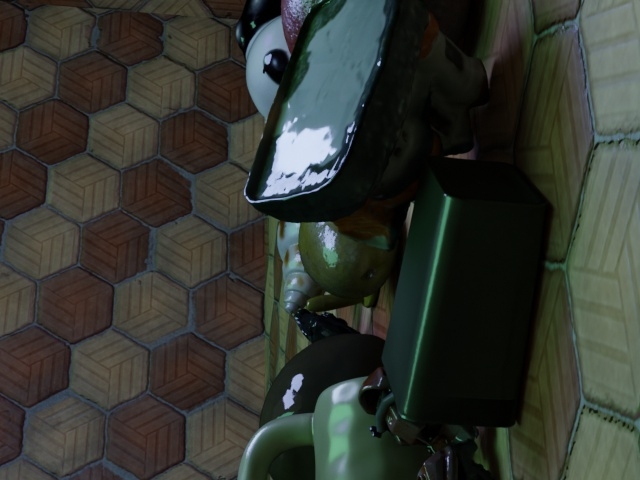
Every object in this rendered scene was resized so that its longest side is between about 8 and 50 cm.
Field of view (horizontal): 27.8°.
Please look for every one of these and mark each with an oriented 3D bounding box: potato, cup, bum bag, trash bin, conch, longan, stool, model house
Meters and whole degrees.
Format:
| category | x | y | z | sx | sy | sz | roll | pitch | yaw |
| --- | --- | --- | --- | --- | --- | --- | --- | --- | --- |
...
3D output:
| category | x | y | z | sx | sy | sz | roll | pitch | yaw |
| --- | --- | --- | --- | --- | --- | --- | --- | --- | --- |
| potato | 0.042 | -0.005 | 1.966 | 0.251 | 0.159 | 0.174 | -115 | 4 | -55 |
| cup | 0.038 | 0.276 | 1.515 | 0.173 | 0.255 | 0.202 | 114 | 158 | -61 |
| bum bag | 0.025 | 0.168 | 2.157 | 0.074 | 0.137 | 0.310 | -47 | 6 | -4 |
| trash bin | 0.147 | 0.048 | 1.340 | 0.164 | 0.122 | 0.240 | -108 | 24 | -70 |
| conch | 0.000 | 0.000 | 2.261 | 0.182 | 0.149 | 0.274 | 113 | 159 | -69 |
| longan | 0.030 | 0.243 | 1.748 | 0.248 | 0.248 | 0.248 | -177 | 90 | -82 |
| stool | 0.035 | 0.053 | 2.128 | 0.135 | 0.111 | 0.134 | -149 | 62 | -81 |
| model house | 0.097 | -0.107 | 1.457 | 0.190 | 0.301 | 0.271 | -4 | 62 | 46 |

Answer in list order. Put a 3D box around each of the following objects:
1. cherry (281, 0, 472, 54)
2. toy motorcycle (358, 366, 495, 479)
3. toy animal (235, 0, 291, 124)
| category | x | y | z | sx | sy | sz | roll | pitch | yaw |
| --- | --- | --- | --- | --- | --- | --- | --- | --- | --- |
| cherry | 0.060 | -0.292 | 1.612 | 0.239 | 0.239 | 0.206 | 105 | 172 | -55 |
| toy motorcycle | 0.112 | 0.210 | 1.411 | 0.084 | 0.118 | 0.212 | 112 | 149 | -44 |
| toy animal | -0.047 | -0.360 | 2.491 | 0.250 | 0.251 | 0.309 | 101 | 175 | -45 |
